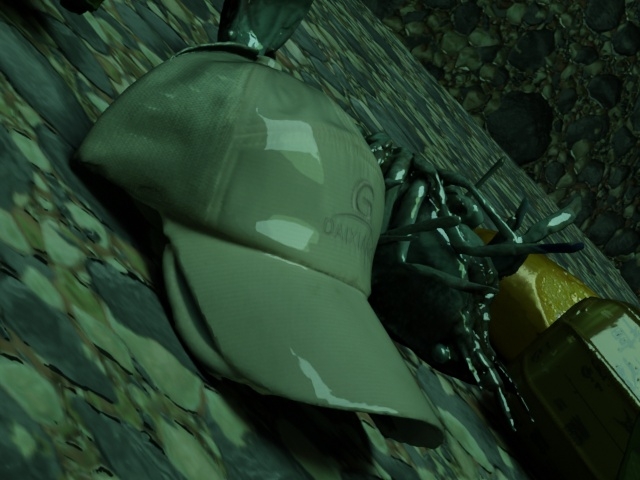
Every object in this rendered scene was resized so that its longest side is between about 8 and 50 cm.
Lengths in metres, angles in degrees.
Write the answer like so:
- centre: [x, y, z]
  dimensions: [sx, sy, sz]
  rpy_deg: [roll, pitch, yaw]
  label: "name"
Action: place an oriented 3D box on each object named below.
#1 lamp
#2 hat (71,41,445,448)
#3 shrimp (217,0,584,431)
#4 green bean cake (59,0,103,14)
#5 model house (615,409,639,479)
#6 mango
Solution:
- centre: [0.242, 0.148, 1.127]
  dimensions: [0.185, 0.161, 0.161]
  rpy_deg: [50, 12, 13]
  label: "lamp"
- centre: [0.000, 0.000, 0.761]
  dimensions: [0.226, 0.164, 0.219]
  rpy_deg: [32, 2, 35]
  label: "hat"
- centre: [0.045, -0.043, 1.025]
  dimensions: [0.410, 0.166, 0.221]
  rpy_deg: [42, 10, 27]
  label: "shrimp"
- centre: [-0.186, -0.246, 0.803]
  dimensions: [0.200, 0.113, 0.214]
  rpy_deg: [44, -1, 23]
  label: "green bean cake"
- centre: [0.274, 0.253, 0.882]
  dimensions: [0.218, 0.205, 0.279]
  rpy_deg: [15, 26, 16]
  label: "model house"
- centre: [0.202, 0.071, 1.348]
  dimensions: [0.217, 0.102, 0.141]
  rpy_deg: [44, 37, -13]
  label: "mango"
